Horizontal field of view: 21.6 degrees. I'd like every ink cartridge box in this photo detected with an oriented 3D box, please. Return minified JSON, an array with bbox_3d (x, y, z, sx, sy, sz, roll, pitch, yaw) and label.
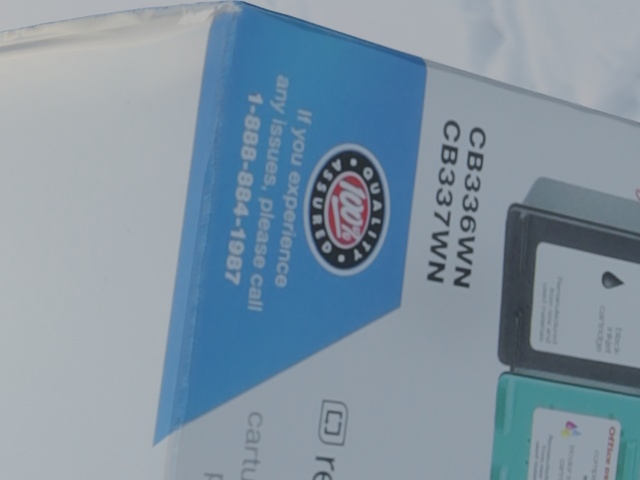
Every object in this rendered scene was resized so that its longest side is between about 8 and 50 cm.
[{"bbox_3d":[0.013,0.058,0.530,0.270,0.198,0.197,10,174,-38],"label":"ink cartridge box"}]
